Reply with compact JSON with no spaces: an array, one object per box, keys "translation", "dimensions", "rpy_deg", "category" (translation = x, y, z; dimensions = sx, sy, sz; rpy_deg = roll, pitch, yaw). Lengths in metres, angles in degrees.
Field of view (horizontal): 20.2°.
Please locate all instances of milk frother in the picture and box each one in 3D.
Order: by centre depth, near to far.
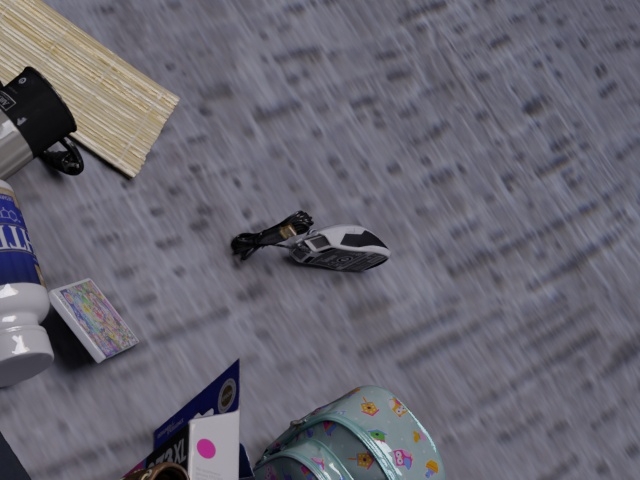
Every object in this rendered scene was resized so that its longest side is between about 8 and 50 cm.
[{"translation":[-0.322,-0.088,1.861],"dimensions":[0.135,0.129,0.143],"rpy_deg":[-39,118,-16],"category":"milk frother"}]

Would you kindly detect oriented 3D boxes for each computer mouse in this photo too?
[{"translation":[0.000,0.000,2.065],"dimensions":[0.193,0.106,0.042],"rpy_deg":[11,61,-44],"category":"computer mouse"}]

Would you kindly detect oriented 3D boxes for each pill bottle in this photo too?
[{"translation":[-0.326,0.043,1.750],"dimensions":[0.112,0.112,0.187],"rpy_deg":[-5,65,-41],"category":"pill bottle"}]

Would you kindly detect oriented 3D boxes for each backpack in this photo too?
[{"translation":[0.031,0.245,1.841],"dimensions":[0.144,0.188,0.166],"rpy_deg":[-26,80,-46],"category":"backpack"}]

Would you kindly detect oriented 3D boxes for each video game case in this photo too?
[{"translation":[-0.231,0.080,1.829],"dimensions":[0.087,0.011,0.122],"rpy_deg":[52,12,3],"category":"video game case"}]

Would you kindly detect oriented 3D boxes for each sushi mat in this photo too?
[{"translation":[-0.309,-0.204,2.005],"dimensions":[0.316,0.019,0.151],"rpy_deg":[35,46,-14],"category":"sushi mat"}]

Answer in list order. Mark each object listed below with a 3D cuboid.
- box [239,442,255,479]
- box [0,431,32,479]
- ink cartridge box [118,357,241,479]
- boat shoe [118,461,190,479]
[{"translation":[-0.085,0.323,1.732],"dimensions":[0.036,0.136,0.225],"rpy_deg":[-2,62,-39],"category":"box"},{"translation":[-0.366,0.309,1.442],"dimensions":[0.293,0.212,0.395],"rpy_deg":[-24,78,-52],"category":"box"},{"translation":[-0.142,0.298,1.674],"dimensions":[0.069,0.176,0.371],"rpy_deg":[22,50,-25],"category":"ink cartridge box"},{"translation":[-0.147,0.286,1.431],"dimensions":[0.095,0.095,0.257],"rpy_deg":[27,42,-28],"category":"boat shoe"}]
